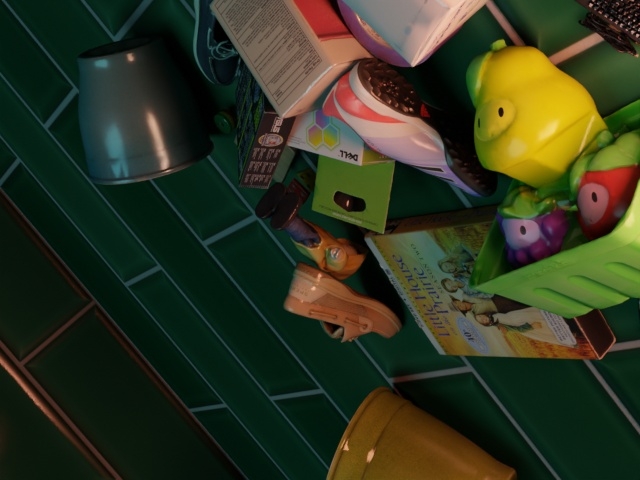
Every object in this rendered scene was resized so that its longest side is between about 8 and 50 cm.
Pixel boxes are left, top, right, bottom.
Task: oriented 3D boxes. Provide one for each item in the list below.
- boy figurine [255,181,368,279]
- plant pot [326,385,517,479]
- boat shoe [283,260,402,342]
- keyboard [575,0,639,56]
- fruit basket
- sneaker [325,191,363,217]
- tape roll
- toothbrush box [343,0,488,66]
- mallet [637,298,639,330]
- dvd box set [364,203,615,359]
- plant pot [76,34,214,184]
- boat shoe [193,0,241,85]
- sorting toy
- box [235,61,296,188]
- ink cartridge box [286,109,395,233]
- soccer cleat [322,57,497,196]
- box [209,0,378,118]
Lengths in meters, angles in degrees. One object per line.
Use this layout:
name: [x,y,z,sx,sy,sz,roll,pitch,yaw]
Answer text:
boy figurine: [0.000,0.000,2.050,0.285,0.092,0.177,36,180,-42]
plant pot: [0.238,0.559,2.331,0.353,0.366,0.366,18,142,22]
boat shoe: [0.042,0.149,2.143,0.121,0.110,0.341,21,173,45]
keyboard: [0.394,-0.277,1.335,0.192,0.038,0.100,39,151,16]
fruit basket: [0.329,-0.091,1.456,0.392,0.283,0.392,22,154,11]
sneaker: [0.053,-0.099,1.992,0.083,0.118,0.222,23,-178,-10]
tape roll: [0.119,-0.360,1.554,0.189,0.080,0.189,32,148,24]
toothbrush box: [0.144,-0.388,1.261,0.216,0.295,0.126,43,151,5]
mallet: [0.502,0.081,1.651,0.062,0.039,0.190,26,149,30]
dvd box set: [0.294,0.082,1.897,0.420,0.062,0.308,-6,122,55]
plant pot: [-0.382,-0.283,2.162,0.271,0.271,0.255,11,120,47]
boat shoe: [-0.175,-0.381,1.913,0.079,0.095,0.254,42,144,32]
sorting toy: [-0.093,-0.192,2.085,0.274,0.046,0.132,43,151,7]
box: [-0.102,-0.249,1.870,0.270,0.060,0.216,117,151,-61]
ink cartridge box: [0.033,-0.151,1.796,0.189,0.097,0.255,19,109,41]
soccer cleat: [0.149,-0.163,1.657,0.318,0.109,0.116,34,137,-23]
box: [-0.043,-0.335,1.662,0.148,0.127,0.232,-40,78,40]
